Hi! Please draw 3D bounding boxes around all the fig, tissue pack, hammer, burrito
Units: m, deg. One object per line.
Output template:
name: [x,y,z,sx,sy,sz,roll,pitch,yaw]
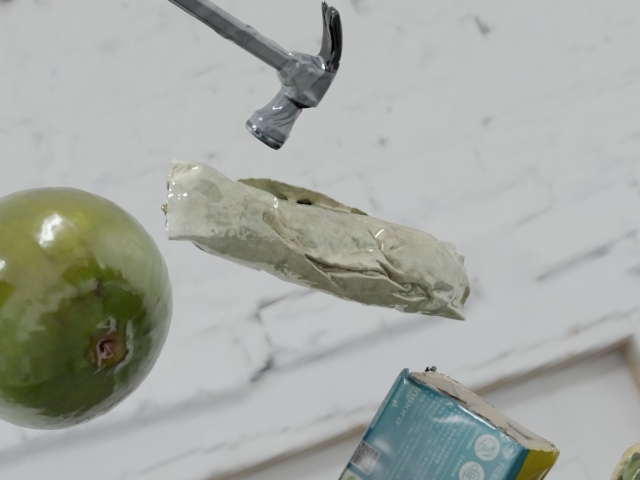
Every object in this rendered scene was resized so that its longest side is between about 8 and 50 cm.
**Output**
fig: [-0.339,0.070,2.090,0.316,0.316,0.316,-21,-19,-8]
tissue pack: [0.123,0.303,1.967,0.271,0.192,0.134,-60,-28,6]
hammer: [-0.148,-0.229,1.604,0.427,0.044,0.152,27,-76,-37]
burrito: [0.000,0.000,1.833,0.392,0.117,0.076,16,-34,-31]

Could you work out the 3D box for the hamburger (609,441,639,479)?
hamburger: [0.442,0.317,1.999,0.330,0.209,0.162,-39,9,23]
